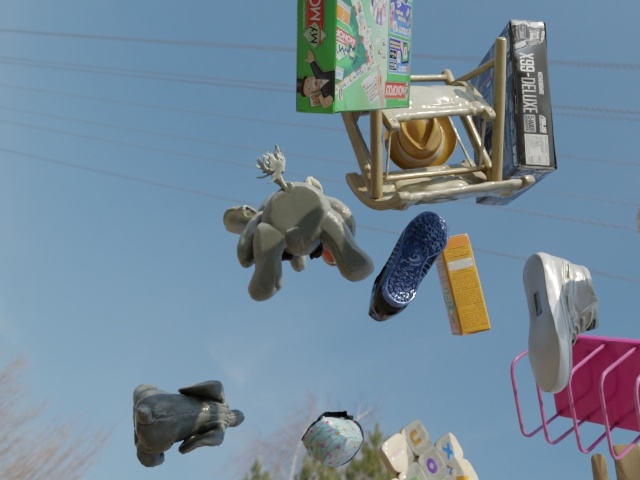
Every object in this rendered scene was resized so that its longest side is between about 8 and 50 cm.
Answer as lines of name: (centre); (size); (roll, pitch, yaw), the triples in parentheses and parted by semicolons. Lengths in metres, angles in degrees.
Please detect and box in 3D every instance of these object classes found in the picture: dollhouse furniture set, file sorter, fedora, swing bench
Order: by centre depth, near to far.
swing bench: (0.174, -0.176, 1.058); (0.165, 0.253, 0.255); (-16, -98, 64)
file sorter: (0.570, 0.326, 1.370); (0.290, 0.182, 0.202); (-3, -78, 51)
dollhouse furniture set: (0.670, 0.537, 1.493); (0.144, 0.123, 0.151); (-14, -28, 30)
fedora: (0.244, -0.264, 1.620); (0.194, 0.194, 0.079); (28, -7, 17)

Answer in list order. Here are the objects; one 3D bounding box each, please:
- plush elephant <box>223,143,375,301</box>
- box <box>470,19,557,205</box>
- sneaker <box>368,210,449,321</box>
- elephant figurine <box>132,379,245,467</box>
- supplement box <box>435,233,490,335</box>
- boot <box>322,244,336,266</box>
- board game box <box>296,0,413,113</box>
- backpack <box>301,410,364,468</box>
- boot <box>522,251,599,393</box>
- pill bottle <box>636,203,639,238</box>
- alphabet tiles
plush elephant: (-0.070, -0.027, 1.483); (0.255, 0.272, 0.330); (128, -57, -80)
box: (0.385, -0.250, 1.348); (0.076, 0.307, 0.242); (2, -14, -6)
sneaker: (0.147, 0.043, 1.140); (0.081, 0.232, 0.090); (38, -39, 0)
elephant figurine: (-0.251, 0.351, 1.325); (0.186, 0.239, 0.169); (-135, -133, -63)
supplement box: (0.333, 0.107, 1.568); (0.078, 0.080, 0.233); (127, -51, -79)
boot: (0.000, 0.000, 1.891); (0.158, 0.059, 0.084); (36, -29, 36)
board game box: (0.052, -0.262, 0.779); (0.046, 0.317, 0.213); (6, -77, 20)
backpack: (0.035, 0.539, 1.772); (0.115, 0.152, 0.182); (33, -3, 36)
boot: (0.431, 0.143, 1.138); (0.123, 0.258, 0.095); (12, -30, -12)
pill bottle: (0.630, -0.056, 0.992); (0.153, 0.153, 0.265); (45, -32, 1)
alphabet tiles: (0.211, 0.470, 1.178); (0.021, 0.278, 0.284); (-38, -103, 35)
